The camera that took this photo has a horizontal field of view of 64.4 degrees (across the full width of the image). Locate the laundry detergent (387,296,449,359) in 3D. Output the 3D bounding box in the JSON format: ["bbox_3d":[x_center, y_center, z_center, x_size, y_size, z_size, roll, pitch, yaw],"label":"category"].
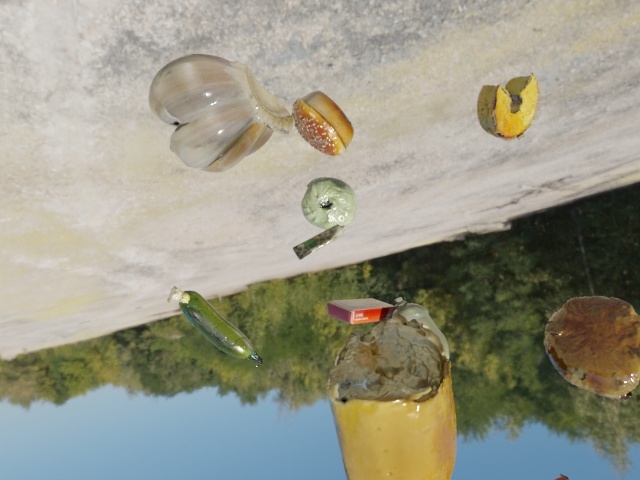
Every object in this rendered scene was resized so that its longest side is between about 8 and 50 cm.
[{"bbox_3d":[0.309,0.310,1.694,0.181,0.254,0.091,-26,175,0],"label":"laundry detergent"}]

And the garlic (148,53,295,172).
[{"bbox_3d":[-0.214,-0.247,1.018,0.291,0.210,0.237,-17,-176,19],"label":"garlic"}]

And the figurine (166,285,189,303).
[{"bbox_3d":[-0.375,0.148,1.352,0.050,0.047,0.083,20,168,-23],"label":"figurine"}]

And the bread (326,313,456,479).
[{"bbox_3d":[0.198,0.412,1.195,0.250,0.395,0.361,-5,-164,23],"label":"bread"}]

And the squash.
[{"bbox_3d":[-0.309,0.278,1.571,0.087,0.331,0.087,-46,-172,9],"label":"squash"}]

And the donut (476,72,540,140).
[{"bbox_3d":[0.434,-0.306,1.187,0.181,0.146,0.078,-26,-150,-31],"label":"donut"}]

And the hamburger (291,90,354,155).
[{"bbox_3d":[0.007,-0.357,1.574,0.147,0.237,0.237,-41,170,6],"label":"hamburger"}]

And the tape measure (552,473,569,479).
[{"bbox_3d":[0.753,0.908,1.615,0.260,0.114,0.253,-23,-153,-5],"label":"tape measure"}]

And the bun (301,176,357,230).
[{"bbox_3d":[0.039,-0.143,1.928,0.221,0.222,0.108,-11,171,-13],"label":"bun"}]

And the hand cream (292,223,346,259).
[{"bbox_3d":[0.000,0.000,1.471,0.165,0.057,0.037,-28,138,-7],"label":"hand cream"}]

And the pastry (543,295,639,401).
[{"bbox_3d":[0.610,0.232,1.110,0.218,0.229,0.100,-15,142,10],"label":"pastry"}]

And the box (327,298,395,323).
[{"bbox_3d":[0.139,0.238,1.736,0.229,0.050,0.122,3,-173,-41],"label":"box"}]
